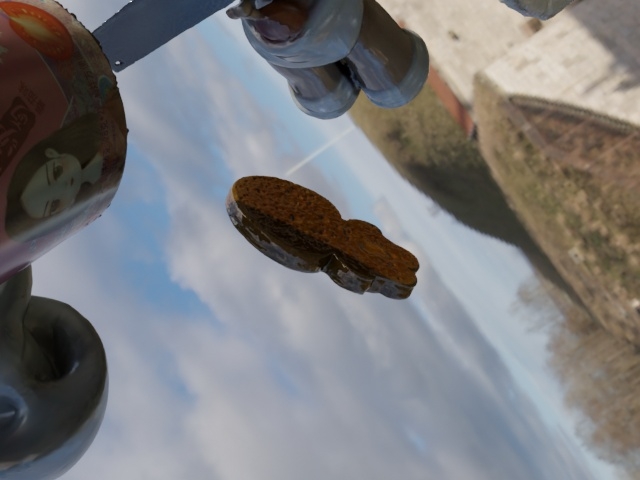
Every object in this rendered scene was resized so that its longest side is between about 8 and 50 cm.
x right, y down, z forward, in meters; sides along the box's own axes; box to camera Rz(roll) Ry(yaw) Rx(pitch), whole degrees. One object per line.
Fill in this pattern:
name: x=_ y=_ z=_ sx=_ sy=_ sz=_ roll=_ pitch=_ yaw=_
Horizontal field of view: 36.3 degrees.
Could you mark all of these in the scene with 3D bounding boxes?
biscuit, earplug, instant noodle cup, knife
biscuit: x=0.000 y=0.000 z=0.819 sx=0.175 sy=0.026 sz=0.124 roll=27 pitch=-153 yaw=-3
earplug: x=-0.324 y=0.086 z=0.854 sx=0.326 sy=0.214 sz=0.175 roll=51 pitch=150 yaw=-18
instant noodle cup: x=-0.264 y=-0.055 z=0.621 sx=0.243 sy=0.243 sz=0.231 roll=55 pitch=-148 yaw=-2
knife: x=-0.113 y=-0.229 z=0.903 sx=0.072 sy=0.245 sz=0.019 roll=34 pitch=-148 yaw=-59

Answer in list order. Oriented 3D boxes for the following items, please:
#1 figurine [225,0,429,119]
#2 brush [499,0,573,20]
figurine: x=-0.023 y=-0.110 z=0.298 sx=0.197 sy=0.147 sz=0.094 roll=33 pitch=-130 yaw=-61
brush: x=0.189 y=-0.345 z=1.037 sx=0.266 sy=0.174 sz=0.166 roll=-6 pitch=-131 yaw=-49
